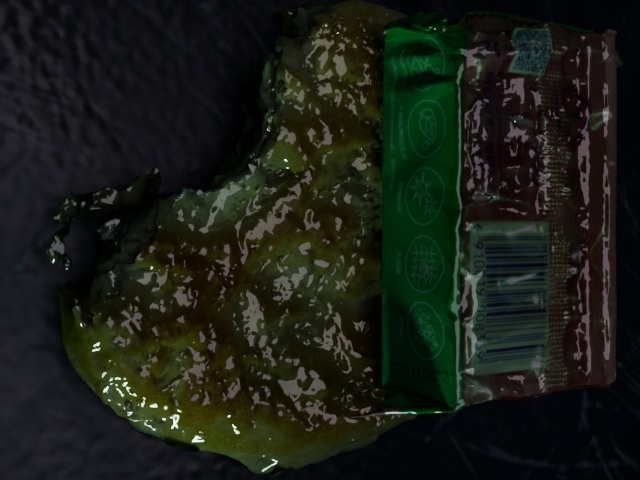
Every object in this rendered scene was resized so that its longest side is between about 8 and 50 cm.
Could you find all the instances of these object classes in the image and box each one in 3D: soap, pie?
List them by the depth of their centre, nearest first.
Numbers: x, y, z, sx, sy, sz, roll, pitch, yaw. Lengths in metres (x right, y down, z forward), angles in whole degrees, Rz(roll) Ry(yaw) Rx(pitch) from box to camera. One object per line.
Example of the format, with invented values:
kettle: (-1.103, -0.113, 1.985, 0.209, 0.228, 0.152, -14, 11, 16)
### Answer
soap: (0.124, -0.017, 0.567, 0.217, 0.098, 0.273, -1, 90, -35)
pie: (0.000, 0.000, 0.593, 0.296, 0.078, 0.371, 48, 68, -19)
